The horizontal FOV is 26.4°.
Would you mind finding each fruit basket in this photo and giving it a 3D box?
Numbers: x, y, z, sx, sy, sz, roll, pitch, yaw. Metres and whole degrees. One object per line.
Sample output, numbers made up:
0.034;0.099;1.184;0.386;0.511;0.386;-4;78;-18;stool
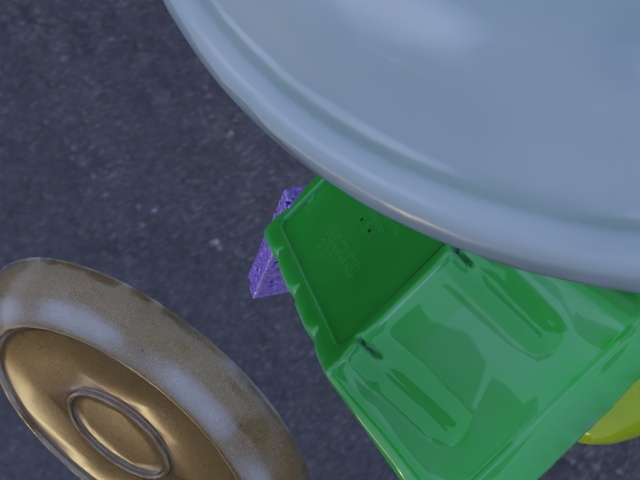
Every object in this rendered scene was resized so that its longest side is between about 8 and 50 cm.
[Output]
0.168;0.082;1.141;0.283;0.392;0.392;-45;82;8;fruit basket

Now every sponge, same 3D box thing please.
0.000;0.000;1.409;0.210;0.117;0.031;116;143;-61;sponge

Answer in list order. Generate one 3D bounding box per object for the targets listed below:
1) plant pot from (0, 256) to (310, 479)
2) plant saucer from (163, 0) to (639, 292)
-0.114;0.108;0.821;0.236;0.032;0.236;24;143;20;plant pot
0.112;-0.188;0.362;0.400;0.100;0.401;-7;67;17;plant saucer
